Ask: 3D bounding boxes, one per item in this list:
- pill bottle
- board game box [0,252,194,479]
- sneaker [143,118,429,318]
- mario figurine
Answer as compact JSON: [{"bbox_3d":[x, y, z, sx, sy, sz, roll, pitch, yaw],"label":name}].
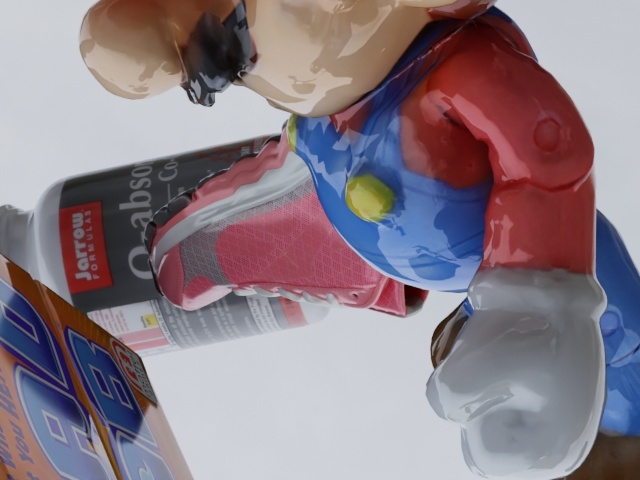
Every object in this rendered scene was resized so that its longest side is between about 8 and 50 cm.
[{"bbox_3d":[-0.183,0.019,1.338,0.362,0.210,0.210,-12,-154,5],"label":"pill bottle"},{"bbox_3d":[-0.286,0.251,0.851,0.356,0.356,0.356,59,-176,32],"label":"board game box"},{"bbox_3d":[0.000,0.000,0.769,0.116,0.314,0.136,-23,-98,-44],"label":"sneaker"},{"bbox_3d":[0.005,-0.032,0.401,0.198,0.321,0.170,0,-135,42],"label":"mario figurine"}]
